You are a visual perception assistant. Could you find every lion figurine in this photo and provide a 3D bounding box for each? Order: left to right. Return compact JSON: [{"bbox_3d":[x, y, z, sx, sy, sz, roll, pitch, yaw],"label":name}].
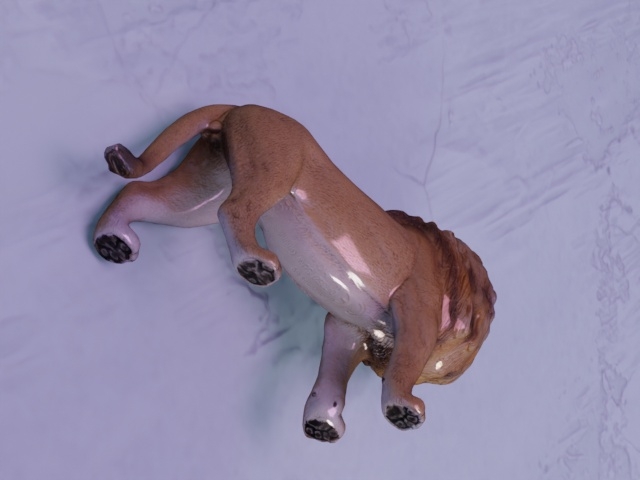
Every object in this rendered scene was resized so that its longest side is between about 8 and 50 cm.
[{"bbox_3d":[0.000,0.000,1.102,0.392,0.142,0.240,50,38,-28],"label":"lion figurine"}]
